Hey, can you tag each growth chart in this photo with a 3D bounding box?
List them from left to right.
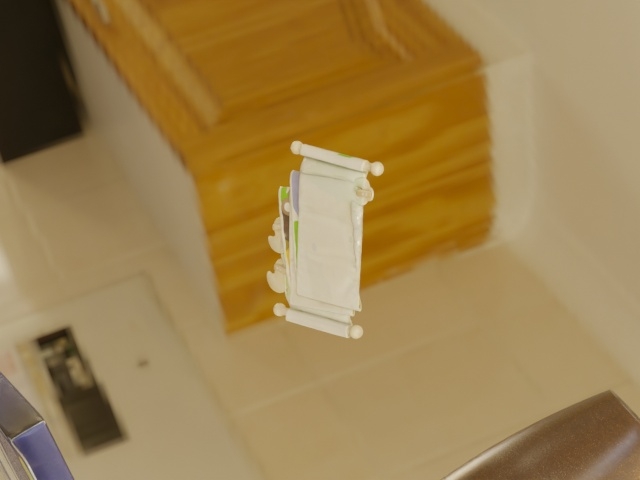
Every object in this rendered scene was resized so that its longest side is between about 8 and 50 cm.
[{"bbox_3d":[0.000,0.000,2.042,0.172,0.021,0.237,25,-62,43],"label":"growth chart"}]

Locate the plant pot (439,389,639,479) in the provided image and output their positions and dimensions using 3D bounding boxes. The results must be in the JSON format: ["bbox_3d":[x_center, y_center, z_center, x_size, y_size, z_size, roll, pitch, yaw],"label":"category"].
[{"bbox_3d":[0.265,0.276,1.888,0.215,0.230,0.215,46,4,-5],"label":"plant pot"}]

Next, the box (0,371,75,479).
[{"bbox_3d":[-0.231,0.181,1.409,0.225,0.036,0.136,32,-32,59],"label":"box"}]
